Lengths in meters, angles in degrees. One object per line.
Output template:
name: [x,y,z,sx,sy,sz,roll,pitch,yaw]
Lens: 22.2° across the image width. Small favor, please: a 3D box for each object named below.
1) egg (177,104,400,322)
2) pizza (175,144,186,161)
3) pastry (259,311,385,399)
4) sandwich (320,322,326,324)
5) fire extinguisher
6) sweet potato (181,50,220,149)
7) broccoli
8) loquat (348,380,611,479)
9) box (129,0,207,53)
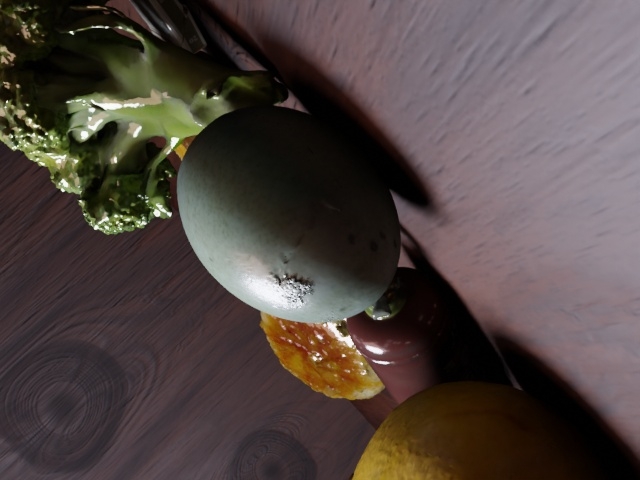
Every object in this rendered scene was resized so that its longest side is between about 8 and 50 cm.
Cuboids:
egg: [-0.028,-0.023,1.415,0.236,0.169,0.169,36,167,42]
pizza: [-0.107,-0.098,1.920,0.280,0.075,0.288,35,164,46]
pastry: [0.014,0.118,2.057,0.182,0.093,0.192,3,129,42]
sandwich: [0.000,0.000,1.673,0.079,0.113,0.163,22,156,6]
fire extinguisher: [0.094,0.090,1.650,0.344,0.102,0.138,56,-156,-48]
sweet potato: [-0.078,-0.102,1.662,0.251,0.097,0.097,41,172,6]
broccoli: [-0.215,-0.118,1.563,0.302,0.186,0.254,42,135,28]
loquat: [0.146,0.268,1.568,0.275,0.275,0.275,47,173,7]
box: [-0.191,-0.273,1.613,0.198,0.029,0.109,53,171,-31]
